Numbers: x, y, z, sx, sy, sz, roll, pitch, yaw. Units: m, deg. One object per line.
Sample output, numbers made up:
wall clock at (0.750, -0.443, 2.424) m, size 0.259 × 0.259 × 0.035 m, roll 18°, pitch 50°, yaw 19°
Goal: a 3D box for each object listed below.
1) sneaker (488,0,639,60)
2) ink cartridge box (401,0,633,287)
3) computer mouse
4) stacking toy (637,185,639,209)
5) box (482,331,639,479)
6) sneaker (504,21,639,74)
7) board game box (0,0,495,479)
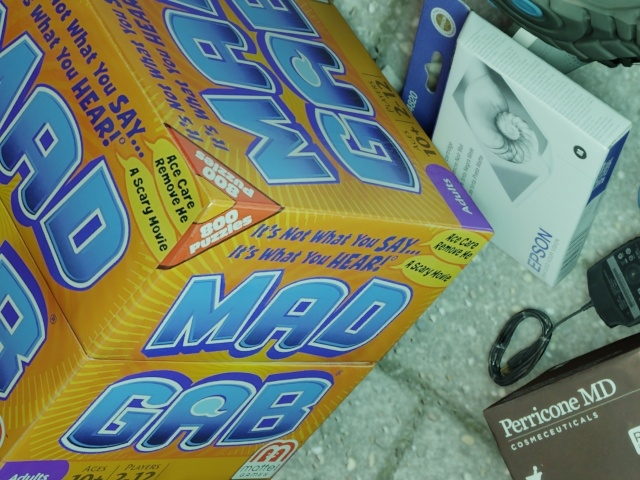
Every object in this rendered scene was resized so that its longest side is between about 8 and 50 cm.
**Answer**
sneaker at (0.243, -0.215, 1.530) m, size 0.341 × 0.125 × 0.139 m, roll 28°, pitch 84°, yaw 33°
ink cartridge box at (0.151, -0.091, 1.696) m, size 0.224 × 0.045 × 0.223 m, roll 39°, pitch 150°, yaw 18°
computer mouse at (0.244, 0.065, 1.749) m, size 0.242 × 0.041 × 0.071 m, roll -35°, pitch 66°, yaw 37°
stacking toy at (0.427, -0.053, 1.573) m, size 0.302 × 0.175 × 0.165 m, roll -36°, pitch 77°, yaw 16°
box at (0.279, 0.193, 1.676) m, size 0.168 × 0.167 × 0.203 m, roll -26°, pitch 87°, yaw 31°
sneaker at (0.295, -0.162, 1.627) m, size 0.295 × 0.124 × 0.178 m, roll -35°, pitch 73°, yaw 29°
board game box at (-0.147, -0.027, 1.707) m, size 0.356 × 0.356 × 0.356 m, roll -49°, pitch 57°, yaw 27°
